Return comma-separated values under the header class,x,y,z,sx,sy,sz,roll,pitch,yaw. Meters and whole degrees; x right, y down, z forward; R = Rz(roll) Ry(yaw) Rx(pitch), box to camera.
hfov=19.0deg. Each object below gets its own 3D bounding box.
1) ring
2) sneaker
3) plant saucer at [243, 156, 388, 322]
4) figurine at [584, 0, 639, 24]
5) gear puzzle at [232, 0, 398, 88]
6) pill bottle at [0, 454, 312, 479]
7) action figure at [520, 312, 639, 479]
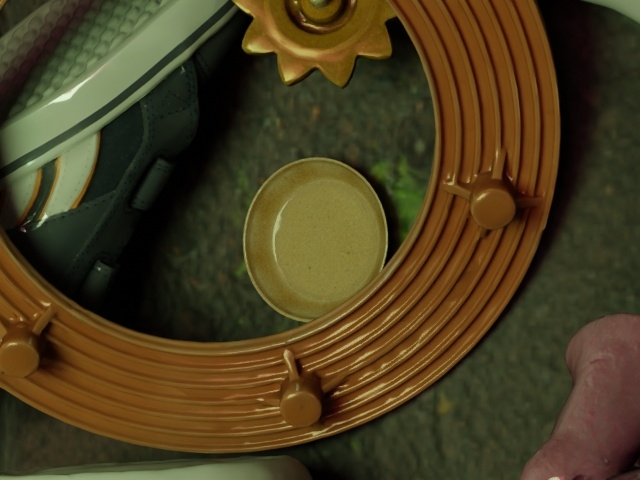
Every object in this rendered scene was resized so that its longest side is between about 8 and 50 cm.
class,x,y,z,sx,sy,sz,roll,pitch,yaw
ring,-0.056,-0.045,0.885,0.336,0.032,0.337,1,114,1
sneaker,-0.148,-0.026,0.997,0.321,0.127,0.126,-38,30,3
plant saucer,0.000,0.000,0.968,0.083,0.015,0.083,-2,87,29
figurine,0.153,-0.136,0.803,0.092,0.215,0.209,-37,70,-13
gear puzzle,-0.003,-0.235,0.940,0.175,0.044,0.339,-9,77,8
pill bottle,-0.078,0.257,0.910,0.169,0.169,0.302,-6,84,28
action figure,0.184,0.134,0.732,0.370,0.275,0.248,-19,84,12
